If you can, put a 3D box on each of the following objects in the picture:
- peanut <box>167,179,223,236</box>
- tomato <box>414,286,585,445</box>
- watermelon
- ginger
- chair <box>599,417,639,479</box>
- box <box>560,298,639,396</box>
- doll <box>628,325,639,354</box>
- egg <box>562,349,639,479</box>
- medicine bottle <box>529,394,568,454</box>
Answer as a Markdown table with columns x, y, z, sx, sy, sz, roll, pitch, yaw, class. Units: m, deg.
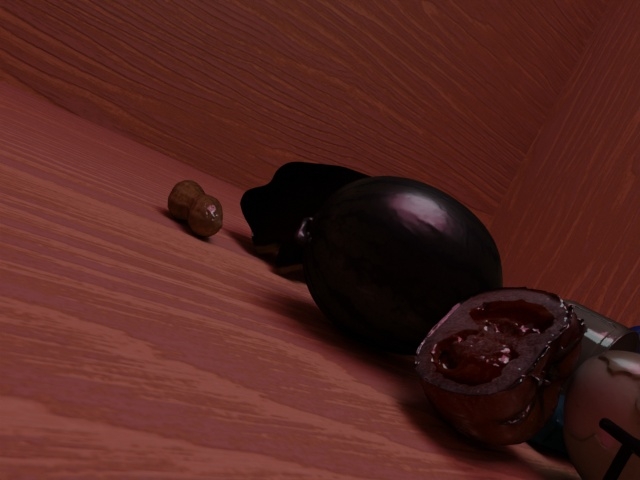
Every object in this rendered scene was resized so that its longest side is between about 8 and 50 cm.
| x | y | z | sx | sy | sz | roll | pitch | yaw | class |
| --- | --- | --- | --- | --- | --- | --- | --- | --- | --- |
| -0.256 | -0.065 | 1.081 | 0.089 | 0.089 | 0.193 | 22 | 8 | -44 | peanut |
| 0.235 | 0.174 | 0.680 | 0.181 | 0.214 | 0.155 | 16 | -46 | 53 | tomato |
| 0.123 | 0.038 | 0.862 | 0.360 | 0.278 | 0.279 | 26 | 5 | -13 | watermelon |
| 0.000 | 0.000 | 1.244 | 0.414 | 0.359 | 0.211 | 31 | -37 | 38 | ginger |
| 0.311 | 0.262 | 0.385 | 0.155 | 0.141 | 0.260 | 26 | 4 | -5 | chair |
| 0.542 | 0.256 | 1.128 | 0.226 | 0.226 | 0.149 | 22 | 7 | -44 | box |
| 0.713 | 0.322 | 1.247 | 0.311 | 0.242 | 0.159 | -5 | 24 | -22 | doll |
| 0.397 | 0.237 | 0.652 | 0.183 | 0.183 | 0.217 | 0 | 67 | -79 | egg |
| 0.395 | 0.291 | 0.837 | 0.259 | 0.079 | 0.124 | 26 | 14 | -21 | medicine bottle |
